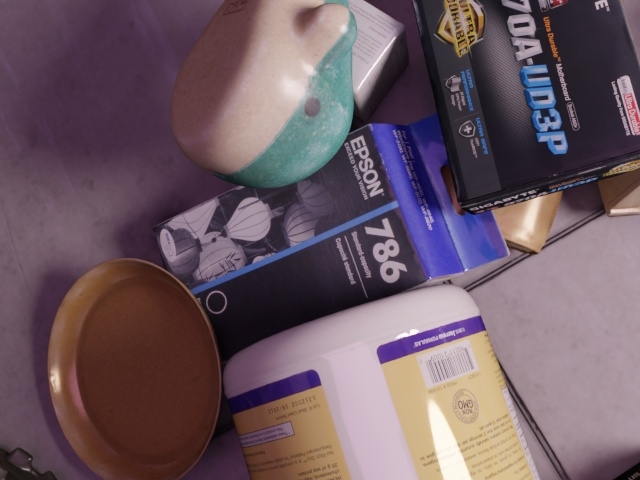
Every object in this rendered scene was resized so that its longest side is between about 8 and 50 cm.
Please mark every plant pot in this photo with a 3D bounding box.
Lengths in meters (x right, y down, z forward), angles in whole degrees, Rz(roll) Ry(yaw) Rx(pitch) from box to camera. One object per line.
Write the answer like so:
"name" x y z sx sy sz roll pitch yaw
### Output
"plant pot" -0.189 0.136 0.792 0.236 0.032 0.236 0 90 30

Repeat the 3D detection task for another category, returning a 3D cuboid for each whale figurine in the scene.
"whale figurine" -0.022 -0.173 0.696 0.216 0.141 0.272 9 73 55

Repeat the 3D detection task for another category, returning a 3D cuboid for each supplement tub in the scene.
"supplement tub" 0.070 0.226 0.664 0.241 0.241 0.331 -19 80 6

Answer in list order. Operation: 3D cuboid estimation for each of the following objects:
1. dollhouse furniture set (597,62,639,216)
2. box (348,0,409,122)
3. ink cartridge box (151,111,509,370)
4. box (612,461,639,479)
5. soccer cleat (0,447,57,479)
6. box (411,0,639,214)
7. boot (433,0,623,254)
"dollhouse furniture set" 0.402 -0.109 0.718 0.242 0.161 0.212 -4 70 -10
"box" 0.027 -0.195 0.800 0.101 0.102 0.087 35 88 13
"ink cartridge box" 0.000 0.000 0.762 0.333 0.065 0.165 -24 78 18
"box" 0.319 0.306 0.694 0.147 0.077 0.180 -36 78 3
"soccer cleat" -0.412 0.235 0.819 0.289 0.093 0.121 35 96 13
"box" 0.189 -0.150 0.688 0.175 0.051 0.220 -15 76 24
"boot" 0.157 -0.150 0.781 0.236 0.089 0.269 21 90 18
